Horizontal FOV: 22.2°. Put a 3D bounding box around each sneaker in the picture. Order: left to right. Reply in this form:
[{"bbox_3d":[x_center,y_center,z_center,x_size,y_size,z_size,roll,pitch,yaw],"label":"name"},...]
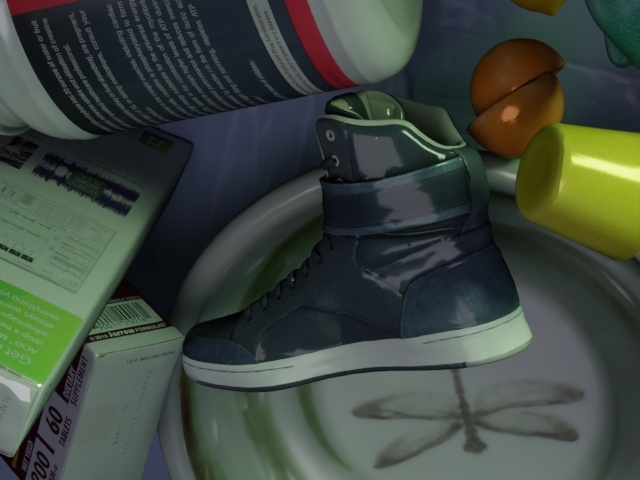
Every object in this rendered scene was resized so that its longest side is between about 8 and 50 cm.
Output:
[{"bbox_3d":[0.001,-0.001,0.962,0.226,0.086,0.163,-11,102,28],"label":"sneaker"}]

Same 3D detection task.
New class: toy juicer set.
[{"bbox_3d":[0.178,-0.169,0.888,0.089,0.209,0.329,14,107,-19],"label":"toy juicer set"}]

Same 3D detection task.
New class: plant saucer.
[{"bbox_3d":[0.091,0.111,1.089,0.400,0.100,0.401,6,116,12],"label":"plant saucer"}]

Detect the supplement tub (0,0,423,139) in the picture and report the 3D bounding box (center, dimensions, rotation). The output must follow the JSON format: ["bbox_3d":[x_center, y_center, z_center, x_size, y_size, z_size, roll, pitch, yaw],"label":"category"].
[{"bbox_3d":[-0.092,-0.163,0.935,0.272,0.191,0.191,-9,115,16],"label":"supplement tub"}]

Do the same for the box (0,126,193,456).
[{"bbox_3d":[-0.225,-0.022,0.965,0.232,0.322,0.058,25,117,-1],"label":"box"}]

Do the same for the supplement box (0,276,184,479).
[{"bbox_3d":[-0.198,0.051,1.067,0.239,0.073,0.130,41,125,35],"label":"supplement box"}]
